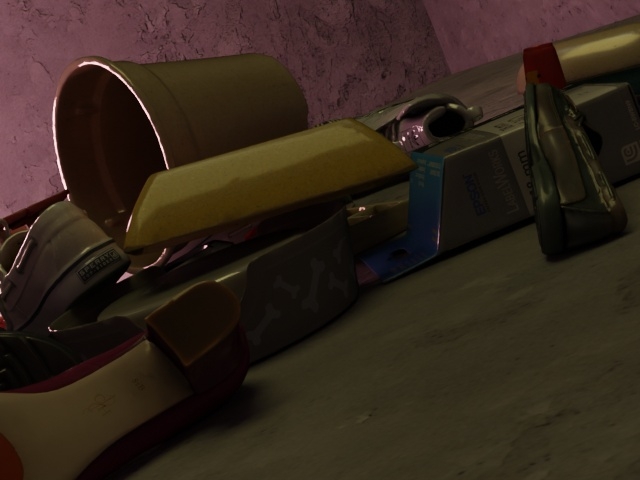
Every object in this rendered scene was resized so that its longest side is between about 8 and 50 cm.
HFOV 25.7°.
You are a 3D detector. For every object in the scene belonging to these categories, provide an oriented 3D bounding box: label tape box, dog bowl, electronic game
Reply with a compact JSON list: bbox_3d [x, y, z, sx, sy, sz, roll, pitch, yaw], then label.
[{"bbox_3d":[0.193,-0.076,1.634,0.333,0.106,0.240,-23,7,-3],"label":"label tape box"},{"bbox_3d":[-0.116,0.069,1.530,0.348,0.102,0.349,-22,7,3],"label":"dog bowl"},{"bbox_3d":[-0.224,0.065,2.056,0.229,0.048,0.229,-31,5,3],"label":"electronic game"}]

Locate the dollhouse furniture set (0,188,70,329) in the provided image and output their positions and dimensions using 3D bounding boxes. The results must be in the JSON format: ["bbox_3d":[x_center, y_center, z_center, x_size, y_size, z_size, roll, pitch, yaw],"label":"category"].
[{"bbox_3d":[-0.484,0.069,2.278,0.152,0.201,0.374,-27,3,-29],"label":"dollhouse furniture set"}]

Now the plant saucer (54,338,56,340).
[{"bbox_3d":[-0.388,0.145,1.993,0.198,0.036,0.198,-25,11,5],"label":"plant saucer"}]

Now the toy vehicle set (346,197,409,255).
[{"bbox_3d":[0.000,0.000,1.919,0.166,0.035,0.267,-26,8,-25],"label":"toy vehicle set"}]

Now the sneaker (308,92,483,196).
[{"bbox_3d":[0.098,-0.158,2.342,0.365,0.137,0.210,-20,4,-10],"label":"sneaker"}]

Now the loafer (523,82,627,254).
[{"bbox_3d":[0.250,-0.074,1.398,0.084,0.096,0.267,-5,35,8],"label":"loafer"}]

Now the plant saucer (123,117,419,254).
[{"bbox_3d":[-0.075,-0.065,1.651,0.332,0.081,0.333,-16,0,-5],"label":"plant saucer"}]

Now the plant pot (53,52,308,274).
[{"bbox_3d":[-0.193,-0.148,2.147,0.305,0.334,0.334,-20,5,-35],"label":"plant pot"}]

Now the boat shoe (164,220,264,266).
[{"bbox_3d":[-0.161,-0.014,2.291,0.096,0.088,0.267,-12,21,45],"label":"boat shoe"}]

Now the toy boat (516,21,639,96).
[{"bbox_3d":[0.390,-0.228,2.078,0.267,0.148,0.318,-11,6,36],"label":"toy boat"}]

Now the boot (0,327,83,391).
[{"bbox_3d":[-0.393,0.174,1.530,0.367,0.146,0.445,-21,3,2],"label":"boot"}]

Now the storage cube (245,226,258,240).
[{"bbox_3d":[-0.151,-0.105,2.492,0.183,0.193,0.215,-27,8,-29],"label":"storage cube"}]

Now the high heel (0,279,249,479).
[{"bbox_3d":[-0.218,0.180,1.214,0.377,0.127,0.181,-29,-20,-16],"label":"high heel"}]

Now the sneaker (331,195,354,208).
[{"bbox_3d":[0.006,-0.077,2.237,0.064,0.086,0.192,-21,8,12],"label":"sneaker"}]

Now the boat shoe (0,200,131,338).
[{"bbox_3d":[-0.351,0.035,1.734,0.136,0.156,0.367,-36,-2,-25],"label":"boat shoe"}]
